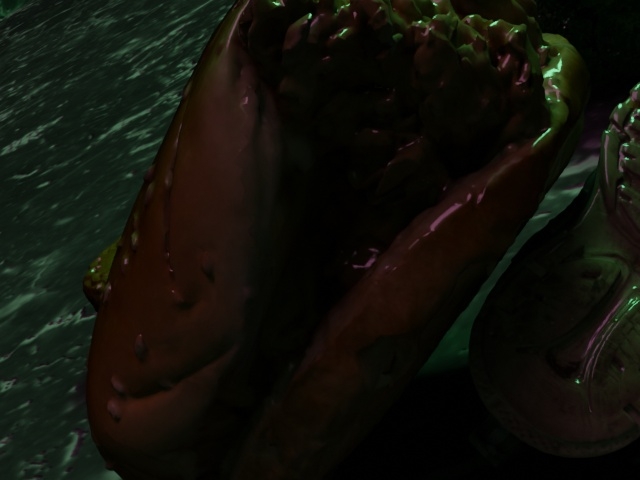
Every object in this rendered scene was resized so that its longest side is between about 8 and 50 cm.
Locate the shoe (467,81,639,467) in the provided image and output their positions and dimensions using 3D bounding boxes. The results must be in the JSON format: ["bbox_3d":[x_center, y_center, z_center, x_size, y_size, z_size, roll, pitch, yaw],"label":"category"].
[{"bbox_3d":[0.120,0.017,0.622,0.180,0.089,0.092,-51,-8,-22],"label":"shoe"}]

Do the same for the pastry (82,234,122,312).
[{"bbox_3d":[-0.089,0.021,0.945,0.097,0.057,0.109,-14,26,34],"label":"pastry"}]

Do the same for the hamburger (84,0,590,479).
[{"bbox_3d":[0.000,0.000,0.629,0.243,0.146,0.286,-62,-2,-19],"label":"hamburger"}]

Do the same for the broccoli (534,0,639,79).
[{"bbox_3d":[0.188,-0.185,0.916,0.156,0.195,0.195,4,26,5],"label":"broccoli"}]
